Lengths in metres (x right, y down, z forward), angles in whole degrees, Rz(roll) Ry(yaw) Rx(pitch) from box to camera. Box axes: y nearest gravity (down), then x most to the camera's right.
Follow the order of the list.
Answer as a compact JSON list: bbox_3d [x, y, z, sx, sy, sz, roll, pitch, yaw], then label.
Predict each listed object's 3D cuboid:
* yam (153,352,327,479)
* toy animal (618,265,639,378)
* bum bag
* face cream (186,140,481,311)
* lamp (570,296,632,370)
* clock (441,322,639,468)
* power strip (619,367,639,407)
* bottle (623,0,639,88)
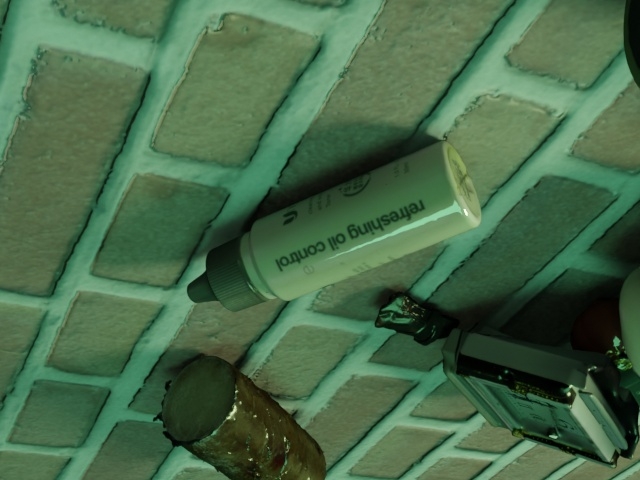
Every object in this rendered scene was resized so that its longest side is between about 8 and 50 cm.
[{"bbox_3d":[-0.095,0.252,1.278,0.131,0.131,0.279,-19,143,16],"label":"yam"},{"bbox_3d":[0.424,0.067,1.054,0.187,0.165,0.235,4,133,-20],"label":"toy animal"},{"bbox_3d":[0.112,0.096,1.172,0.124,0.034,0.058,26,119,-37],"label":"bum bag"},{"bbox_3d":[0.000,0.000,0.979,0.312,0.092,0.092,-22,141,21],"label":"face cream"},{"bbox_3d":[0.350,0.112,1.186,0.101,0.090,0.101,-4,142,-3],"label":"lamp"},{"bbox_3d":[0.276,0.187,1.215,0.186,0.083,0.253,13,158,36],"label":"clock"},{"bbox_3d":[0.416,0.168,1.306,0.168,0.054,0.253,17,137,-27],"label":"power strip"},{"bbox_3d":[0.419,-0.162,0.771,0.347,0.168,0.168,4,143,-21],"label":"bottle"}]
